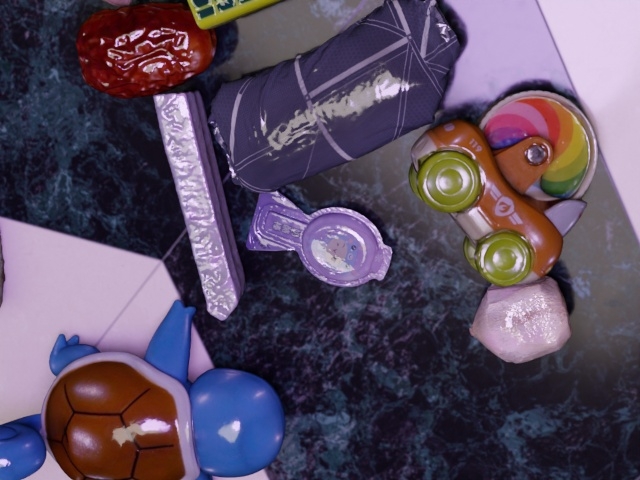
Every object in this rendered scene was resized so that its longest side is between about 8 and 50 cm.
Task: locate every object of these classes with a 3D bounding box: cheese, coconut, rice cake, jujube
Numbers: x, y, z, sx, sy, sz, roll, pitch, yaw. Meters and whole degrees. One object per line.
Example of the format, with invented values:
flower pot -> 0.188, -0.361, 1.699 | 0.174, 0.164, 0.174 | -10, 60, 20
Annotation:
cheese -> 0.000, 0.000, 1.615 | 0.191, 0.042, 0.105 | 19, 107, 10
coconut -> 0.245, 0.097, 1.551 | 0.124, 0.110, 0.110 | -15, 101, 11
rice cake -> -0.150, -0.052, 1.605 | 0.050, 0.106, 0.298 | -12, 102, 6
jujube -> -0.219, -0.240, 1.566 | 0.176, 0.112, 0.109 | -6, 63, 12

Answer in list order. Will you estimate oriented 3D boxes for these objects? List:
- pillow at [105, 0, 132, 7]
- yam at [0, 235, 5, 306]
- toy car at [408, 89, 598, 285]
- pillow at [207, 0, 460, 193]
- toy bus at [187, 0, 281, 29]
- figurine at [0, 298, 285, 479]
pillow -> -0.254, -0.427, 1.554 | 0.135, 0.049, 0.248 | 23, 105, 5
yam -> -0.568, 0.024, 1.701 | 0.268, 0.161, 0.161 | 9, 107, 12
toy car -> 0.237, -0.075, 1.499 | 0.235, 0.145, 0.235 | 0, 96, -1
pillow -> 0.019, -0.177, 1.534 | 0.335, 0.092, 0.161 | -24, 95, 18
toy bus -> -0.039, -0.355, 1.480 | 0.262, 0.128, 0.150 | -17, 101, 19
figurine -> -0.260, 0.236, 1.677 | 0.416, 0.243, 0.298 | -5, 95, -6
